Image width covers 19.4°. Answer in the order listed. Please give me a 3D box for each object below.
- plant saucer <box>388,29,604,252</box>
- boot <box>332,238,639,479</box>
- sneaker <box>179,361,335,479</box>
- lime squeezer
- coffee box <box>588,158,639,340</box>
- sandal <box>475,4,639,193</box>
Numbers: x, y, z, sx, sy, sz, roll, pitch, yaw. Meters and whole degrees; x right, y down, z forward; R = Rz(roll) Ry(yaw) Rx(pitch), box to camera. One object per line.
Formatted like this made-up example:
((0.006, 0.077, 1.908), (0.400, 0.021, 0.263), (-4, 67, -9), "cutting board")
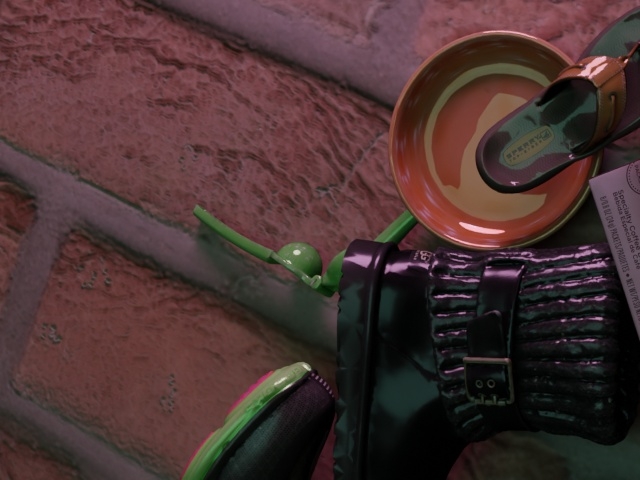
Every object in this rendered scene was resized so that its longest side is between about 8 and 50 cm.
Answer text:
((0.159, -0.087, 1.684), (0.200, 0.037, 0.200), (-2, 85, 22), "plant saucer")
((0.148, 0.163, 1.652), (0.260, 0.131, 0.348), (5, 110, 14), "boot")
((-0.035, 0.342, 1.752), (0.202, 0.185, 0.483), (15, 106, 22), "sneaker")
((0.000, 0.000, 1.785), (0.310, 0.059, 0.110), (-8, 86, 32), "lime squeezer")
((0.354, 0.060, 1.530), (0.168, 0.119, 0.297), (-21, 79, 31), "coffee box")
((0.222, -0.120, 1.608), (0.219, 0.060, 0.090), (-34, 76, 13), "sandal")
